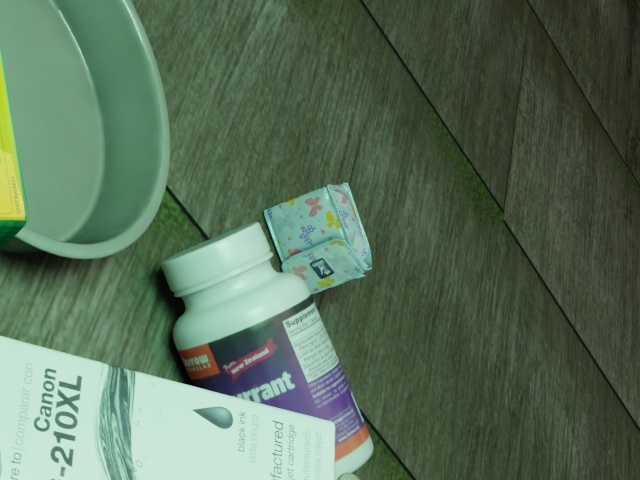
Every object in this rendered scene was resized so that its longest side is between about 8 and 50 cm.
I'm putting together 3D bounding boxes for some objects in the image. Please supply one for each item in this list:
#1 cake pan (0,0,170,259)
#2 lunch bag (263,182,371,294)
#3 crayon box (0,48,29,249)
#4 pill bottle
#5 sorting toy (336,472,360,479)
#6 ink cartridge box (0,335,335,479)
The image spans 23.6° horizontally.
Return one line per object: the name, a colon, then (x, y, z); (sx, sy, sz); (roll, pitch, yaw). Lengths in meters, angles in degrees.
cake pan: (-0.211, -0.119, 1.029); (0.293, 0.054, 0.293); (40, 39, -44)
lunch bag: (0.000, 0.000, 1.315); (0.053, 0.071, 0.083); (-14, 85, -64)
crayon box: (-0.268, -0.124, 0.829); (0.165, 0.081, 0.278); (-1, 71, -34)
pill bottle: (-0.044, 0.089, 1.132); (0.108, 0.108, 0.193); (-30, 98, -63)
sorting toy: (-0.029, 0.273, 0.961); (0.038, 0.208, 0.193); (21, 30, -5)
ink cartridge box: (-0.118, 0.165, 0.828); (0.237, 0.100, 0.172); (17, 54, -24)
